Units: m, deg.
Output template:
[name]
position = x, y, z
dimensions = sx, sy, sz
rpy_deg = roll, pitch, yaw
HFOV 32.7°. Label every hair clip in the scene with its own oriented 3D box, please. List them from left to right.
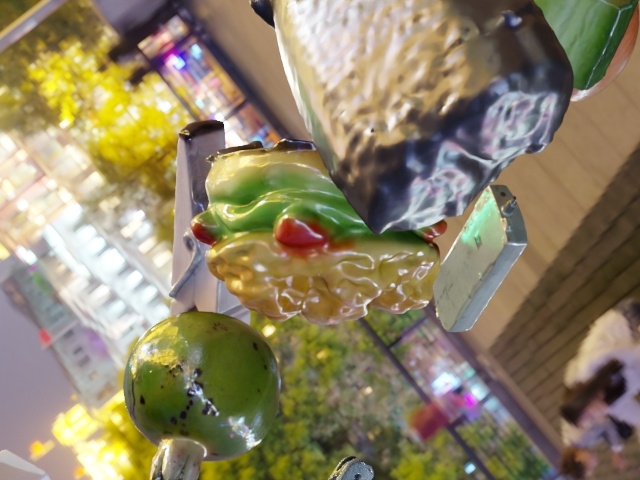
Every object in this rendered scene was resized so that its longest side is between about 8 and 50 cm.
[hair clip]
position = -0.132, 0.022, 1.319
dimensions = 0.101, 0.085, 0.331
rpy_deg = 25, 121, 30

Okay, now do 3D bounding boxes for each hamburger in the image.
[hamburger]
position = 0.000, 0.000, 0.958
dimensions = 0.237, 0.237, 0.149
rpy_deg = 96, 176, -85

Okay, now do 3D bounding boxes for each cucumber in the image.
[cucumber]
position = 0.186, -0.225, 1.009
dimensions = 0.191, 0.191, 0.130
rpy_deg = 50, 145, 26

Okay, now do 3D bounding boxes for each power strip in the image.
[power strip]
position = 0.174, 0.020, 1.192
dimensions = 0.227, 0.029, 0.080
rpy_deg = 113, 151, -52

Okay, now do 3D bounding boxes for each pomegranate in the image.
[pomegranate]
position = -0.133, 0.181, 1.189
dimensions = 0.180, 0.180, 0.209
rpy_deg = 54, -144, -44

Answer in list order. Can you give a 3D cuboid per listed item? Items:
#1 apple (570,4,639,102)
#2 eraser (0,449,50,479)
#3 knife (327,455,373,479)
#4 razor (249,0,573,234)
[apple]
position = 0.262, -0.256, 1.249
dimensions = 0.209, 0.164, 0.209
rpy_deg = 30, 156, 15
[eraser]
position = -0.298, 0.365, 1.176
dimensions = 0.078, 0.076, 0.298
rpy_deg = 17, 133, 36
[knife]
position = -0.011, 0.263, 0.995
dimensions = 0.044, 0.162, 0.023
rpy_deg = 50, 157, -24
[razor]
position = 0.051, -0.165, 0.824
dimensions = 0.107, 0.189, 0.327
rpy_deg = 27, -151, -42
